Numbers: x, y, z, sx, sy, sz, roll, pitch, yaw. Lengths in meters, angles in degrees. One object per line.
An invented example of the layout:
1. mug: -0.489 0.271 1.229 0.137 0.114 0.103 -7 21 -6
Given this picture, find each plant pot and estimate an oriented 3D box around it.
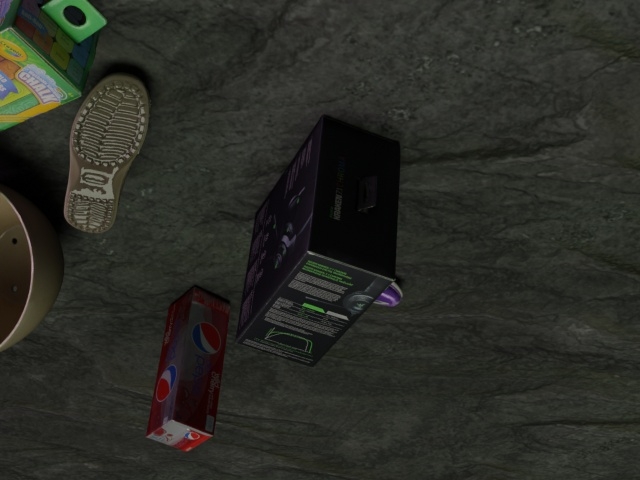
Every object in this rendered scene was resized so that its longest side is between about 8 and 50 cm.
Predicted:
1. plant pot: -0.511 0.039 1.651 0.284 0.284 0.191 -11 177 20

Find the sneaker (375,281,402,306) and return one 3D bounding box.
1. sneaker: 0.052 0.092 1.774 0.170 0.071 0.068 9 143 -6

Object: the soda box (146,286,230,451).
1. soda box: -0.223 0.218 1.815 0.083 0.263 0.092 27 139 -26

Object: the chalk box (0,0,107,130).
1. chalk box: -0.368 -0.246 1.325 0.213 0.132 0.132 -18 137 28

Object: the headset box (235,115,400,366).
1. headset box: 0.000 0.000 1.515 0.131 0.246 0.283 19 140 -16

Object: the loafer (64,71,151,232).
1. loafer: -0.308 -0.134 1.507 0.102 0.092 0.268 15 126 -16
